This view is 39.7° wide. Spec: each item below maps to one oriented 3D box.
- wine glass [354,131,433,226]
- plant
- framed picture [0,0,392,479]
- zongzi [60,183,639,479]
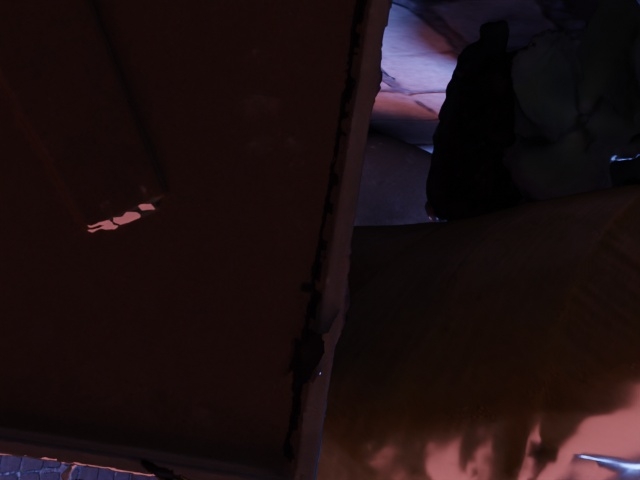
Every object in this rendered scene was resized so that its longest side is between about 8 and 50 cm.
[{"bbox_3d":[0.000,0.000,0.871,0.323,0.238,0.238,18,177,17],"label":"wine glass"},{"bbox_3d":[0.134,-0.055,0.541,0.131,0.142,0.203,16,162,-1],"label":"plant"},{"bbox_3d":[-0.082,-0.043,0.333,0.209,0.281,0.019,10,-168,0],"label":"framed picture"},{"bbox_3d":[0.000,0.041,0.435,0.447,0.181,0.418,8,152,6],"label":"zongzi"}]
